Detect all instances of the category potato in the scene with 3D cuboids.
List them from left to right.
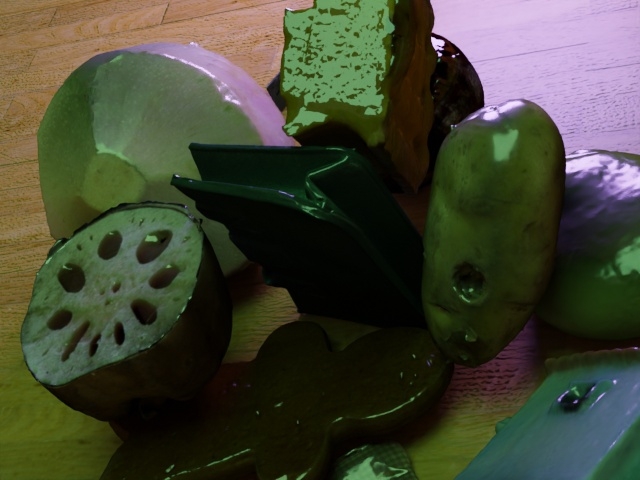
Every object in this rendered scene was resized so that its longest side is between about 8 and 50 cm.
[{"bbox_3d":[0.185,-0.009,1.456,0.141,0.296,0.191,10,13,-17],"label":"potato"}]

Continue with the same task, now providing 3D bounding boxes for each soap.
[{"bbox_3d":[0.058,-0.203,1.541,0.143,0.281,0.259,4,80,16],"label":"soap"}]

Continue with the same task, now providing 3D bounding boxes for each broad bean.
[{"bbox_3d":[0.322,0.000,1.532,0.238,0.119,0.291,-46,41,-12],"label":"broad bean"}]

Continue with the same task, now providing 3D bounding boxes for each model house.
[{"bbox_3d":[0.315,0.192,1.232,0.329,0.252,0.295,-52,17,-26],"label":"model house"}]

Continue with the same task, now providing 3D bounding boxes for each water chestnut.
[{"bbox_3d":[0.098,-0.180,1.765,0.223,0.238,0.224,-22,43,22],"label":"water chestnut"}]

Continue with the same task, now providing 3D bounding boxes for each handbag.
[{"bbox_3d":[0.001,0.000,1.550,0.238,0.326,0.089,9,66,33],"label":"handbag"}]

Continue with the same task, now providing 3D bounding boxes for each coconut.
[{"bbox_3d":[-0.204,-0.094,1.778,0.352,0.353,0.353,-15,42,14],"label":"coconut"}]

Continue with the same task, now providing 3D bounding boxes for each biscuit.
[{"bbox_3d":[-0.049,0.206,1.559,0.431,0.064,0.283,-17,33,9],"label":"biscuit"}]

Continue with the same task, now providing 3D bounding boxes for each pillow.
[{"bbox_3d":[0.063,0.298,1.429,0.135,0.034,0.211,-33,39,-5],"label":"pillow"}]

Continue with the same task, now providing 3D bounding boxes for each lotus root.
[{"bbox_3d":[-0.209,0.103,1.574,0.272,0.192,0.272,-18,40,16],"label":"lotus root"}]

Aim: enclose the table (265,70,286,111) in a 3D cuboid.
[{"bbox_3d":[0.029,-0.253,1.998,0.146,0.062,0.175,18,59,39],"label":"table"}]
